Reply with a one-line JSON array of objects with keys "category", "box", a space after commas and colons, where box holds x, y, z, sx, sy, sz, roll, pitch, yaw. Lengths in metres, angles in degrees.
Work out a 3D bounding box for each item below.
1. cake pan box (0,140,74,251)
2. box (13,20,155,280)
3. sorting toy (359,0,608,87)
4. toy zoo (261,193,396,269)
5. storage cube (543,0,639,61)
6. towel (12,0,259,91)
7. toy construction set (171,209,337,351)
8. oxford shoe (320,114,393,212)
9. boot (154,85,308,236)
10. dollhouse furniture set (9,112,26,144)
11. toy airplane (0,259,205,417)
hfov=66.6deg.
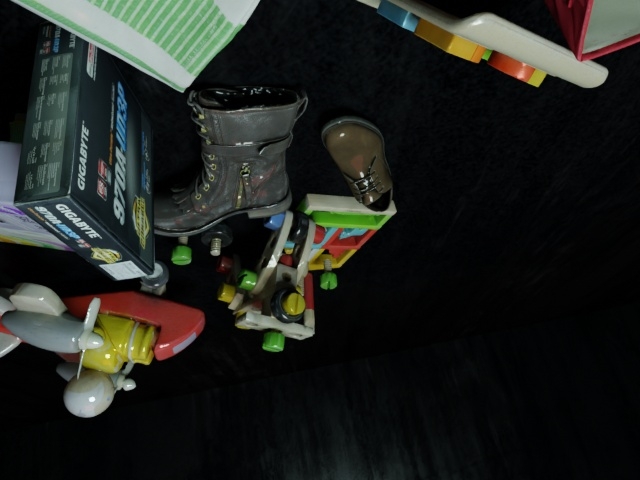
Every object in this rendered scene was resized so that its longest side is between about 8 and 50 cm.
[{"category": "cake pan box", "box": [-0.392, -0.051, 0.556, 0.246, 0.070, 0.267, 6, 167, -4]}, {"category": "box", "box": [-0.233, -0.089, 0.515, 0.051, 0.220, 0.175, -10, 153, 1]}, {"category": "sorting toy", "box": [0.149, -0.205, 0.493, 0.193, 0.208, 0.038, 5, 119, -32]}, {"category": "toy zoo", "box": [0.000, 0.000, 1.015, 0.193, 0.030, 0.293, 2, 151, -27]}, {"category": "storage cube", "box": [0.254, -0.293, 0.356, 0.215, 0.193, 0.183, -18, 154, 13]}, {"category": "towel", "box": [-0.132, -0.251, 0.349, 0.248, 0.038, 0.325, 23, 149, -32]}, {"category": "toy construction set", "box": [-0.081, 0.110, 0.901, 0.258, 0.237, 0.309, -19, 147, 25]}, {"category": "oxford shoe", "box": [0.070, -0.111, 0.752, 0.083, 0.096, 0.227, -20, 152, 19]}, {"category": "boot", "box": [-0.149, -0.115, 0.676, 0.263, 0.091, 0.229, -12, 149, -10]}, {"category": "dollhouse furniture set", "box": [-0.363, -0.126, 0.545, 0.152, 0.076, 0.058, 4, 150, -29]}, {"category": "toy airplane", "box": [-0.468, 0.200, 0.930, 0.385, 0.272, 0.386, -25, 152, 25]}]
